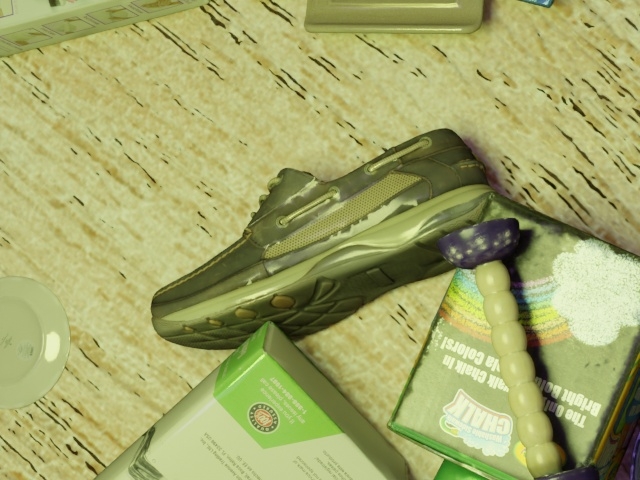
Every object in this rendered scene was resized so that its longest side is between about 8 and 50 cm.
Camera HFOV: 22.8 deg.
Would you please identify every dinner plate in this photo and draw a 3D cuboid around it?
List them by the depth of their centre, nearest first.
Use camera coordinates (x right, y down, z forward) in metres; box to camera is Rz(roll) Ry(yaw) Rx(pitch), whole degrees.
[{"bbox_3d":[-0.329,0.107,1.669,0.141,0.017,0.141,-2,83,18],"label":"dinner plate"}]

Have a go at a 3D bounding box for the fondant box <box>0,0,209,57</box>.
[{"bbox_3d":[-0.297,-0.333,1.679,0.330,0.096,0.238,-12,79,18],"label":"fondant box"}]

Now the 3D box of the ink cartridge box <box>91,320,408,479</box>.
[{"bbox_3d":[-0.082,0.243,1.473,0.273,0.115,0.198,-42,98,9],"label":"ink cartridge box"}]

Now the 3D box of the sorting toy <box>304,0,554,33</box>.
[{"bbox_3d":[0.080,-0.292,1.569,0.348,0.047,0.196,3,79,19],"label":"sorting toy"}]

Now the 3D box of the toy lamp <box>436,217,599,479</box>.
[{"bbox_3d":[0.164,0.121,1.273,0.080,0.080,0.274,-19,79,16],"label":"toy lamp"}]

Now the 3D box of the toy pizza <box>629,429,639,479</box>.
[{"bbox_3d":[0.375,0.210,1.397,0.201,0.032,0.201,-4,76,16],"label":"toy pizza"}]

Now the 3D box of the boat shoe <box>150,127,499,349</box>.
[{"bbox_3d":[0.000,0.000,1.524,0.355,0.132,0.130,-21,65,8],"label":"boat shoe"}]

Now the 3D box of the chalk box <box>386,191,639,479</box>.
[{"bbox_3d":[0.187,0.131,1.401,0.180,0.179,0.289,25,92,20],"label":"chalk box"}]
